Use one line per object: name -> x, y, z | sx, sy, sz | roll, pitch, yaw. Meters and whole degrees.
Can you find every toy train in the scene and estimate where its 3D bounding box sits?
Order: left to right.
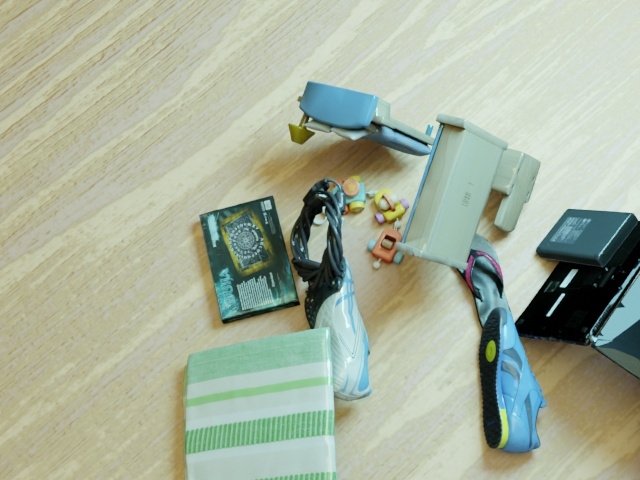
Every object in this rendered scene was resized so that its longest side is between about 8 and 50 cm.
toy train -> 0.072, -0.038, 1.383 | 0.166, 0.046, 0.125 | 30, 73, 14

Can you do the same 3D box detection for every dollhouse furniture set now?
dollhouse furniture set -> 0.124, -0.095, 1.354 | 0.303, 0.286, 0.198 | 22, 94, 38

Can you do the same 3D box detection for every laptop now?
laptop -> 0.449, 0.097, 1.242 | 0.136, 0.264, 0.234 | 47, 71, -18

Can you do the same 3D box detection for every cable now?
cable -> 0.000, 0.000, 1.308 | 0.047, 0.184, 0.150 | -1, 68, -23

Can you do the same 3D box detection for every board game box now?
board game box -> -0.114, 0.029, 1.380 | 0.126, 0.026, 0.186 | -14, 68, -1

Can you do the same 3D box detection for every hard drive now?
hard drive -> 0.398, -0.007, 1.309 | 0.094, 0.135, 0.022 | -49, 112, -14

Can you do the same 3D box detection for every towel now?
towel -> -0.088, 0.300, 1.227 | 0.248, 0.038, 0.325 | -13, 65, 22

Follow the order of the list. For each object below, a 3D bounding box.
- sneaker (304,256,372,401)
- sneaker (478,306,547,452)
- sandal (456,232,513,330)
sneaker -> 0.031, 0.131, 1.312 | 0.085, 0.086, 0.237 | -28, 51, 32
sneaker -> 0.281, 0.202, 1.266 | 0.082, 0.069, 0.209 | 5, 71, -14
sandal -> 0.252, 0.060, 1.334 | 0.067, 0.040, 0.179 | -17, 68, -1
